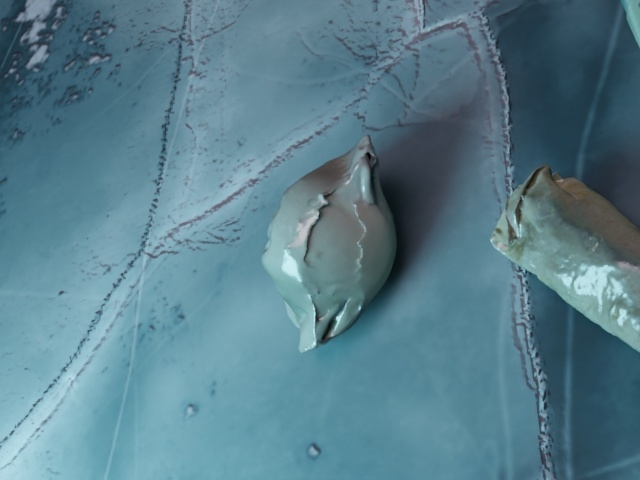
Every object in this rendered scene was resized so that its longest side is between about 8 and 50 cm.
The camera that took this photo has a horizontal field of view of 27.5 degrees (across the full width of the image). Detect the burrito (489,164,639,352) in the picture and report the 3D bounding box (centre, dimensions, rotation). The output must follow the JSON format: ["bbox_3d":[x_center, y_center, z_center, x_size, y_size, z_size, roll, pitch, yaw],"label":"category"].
[{"bbox_3d":[0.233,0.036,0.928,0.275,0.059,0.082,39,98,43],"label":"burrito"}]

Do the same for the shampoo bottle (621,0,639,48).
[{"bbox_3d":[0.285,-0.140,0.994,0.072,0.049,0.212,-35,49,21],"label":"shampoo bottle"}]

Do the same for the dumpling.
[{"bbox_3d":[0.000,0.000,1.097,0.127,0.108,0.188,13,90,64],"label":"dumpling"}]
